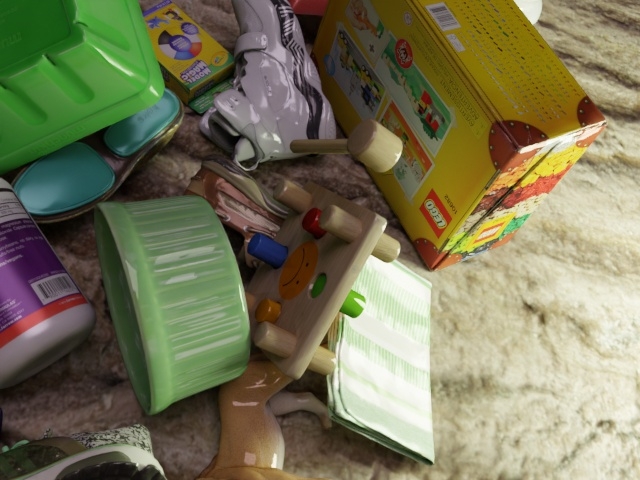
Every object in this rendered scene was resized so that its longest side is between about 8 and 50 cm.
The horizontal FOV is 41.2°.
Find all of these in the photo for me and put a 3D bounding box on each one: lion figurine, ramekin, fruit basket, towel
[{"bbox_3d":[-0.097,0.294,1.233,0.240,0.142,0.392,6,44,-4],"label":"lion figurine"},{"bbox_3d":[-0.210,0.079,1.206,0.148,0.303,0.303,-14,64,-20],"label":"ramekin"},{"bbox_3d":[-0.432,-0.265,1.364,0.392,0.392,0.283,-12,71,-22],"label":"fruit basket"},{"bbox_3d":[0.102,0.161,1.339,0.248,0.038,0.325,33,45,-36],"label":"towel"}]

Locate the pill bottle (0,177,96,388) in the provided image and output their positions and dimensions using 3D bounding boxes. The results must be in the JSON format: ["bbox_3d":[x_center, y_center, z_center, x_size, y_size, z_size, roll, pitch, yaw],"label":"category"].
[{"bbox_3d":[-0.474,0.036,1.204,0.181,0.181,0.323,-32,83,-30],"label":"pill bottle"}]

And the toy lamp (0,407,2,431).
[{"bbox_3d":[-0.575,0.241,1.145,0.274,0.080,0.080,6,58,-10],"label":"toy lamp"}]

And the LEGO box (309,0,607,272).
[{"bbox_3d":[0.203,-0.259,1.493,0.193,0.372,0.500,-20,67,-26],"label":"LEGO box"}]

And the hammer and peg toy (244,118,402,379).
[{"bbox_3d":[0.000,0.000,1.251,0.127,0.266,0.361,28,91,-28],"label":"hammer and peg toy"}]

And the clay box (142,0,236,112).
[{"bbox_3d":[-0.258,-0.348,1.605,0.222,0.053,0.127,42,57,11],"label":"clay box"}]

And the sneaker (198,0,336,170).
[{"bbox_3d":[-0.128,-0.299,1.530,0.210,0.137,0.366,-22,86,-25],"label":"sneaker"}]

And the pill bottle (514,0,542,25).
[{"bbox_3d":[0.343,-0.444,1.702,0.162,0.278,0.162,7,57,-11],"label":"pill bottle"}]

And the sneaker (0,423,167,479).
[{"bbox_3d":[-0.400,0.329,1.130,0.410,0.158,0.182,-6,19,-6],"label":"sneaker"}]

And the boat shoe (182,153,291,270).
[{"bbox_3d":[-0.091,-0.005,1.418,0.324,0.122,0.120,38,79,1],"label":"boat shoe"}]

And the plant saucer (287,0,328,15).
[{"bbox_3d":[0.033,-0.539,1.759,0.258,0.048,0.259,-1,41,-16],"label":"plant saucer"}]

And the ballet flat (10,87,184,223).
[{"bbox_3d":[-0.365,-0.128,1.406,0.123,0.123,0.348,40,61,9],"label":"ballet flat"}]
